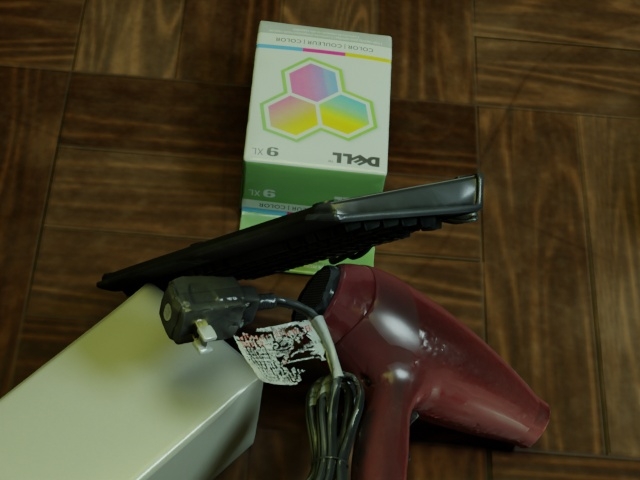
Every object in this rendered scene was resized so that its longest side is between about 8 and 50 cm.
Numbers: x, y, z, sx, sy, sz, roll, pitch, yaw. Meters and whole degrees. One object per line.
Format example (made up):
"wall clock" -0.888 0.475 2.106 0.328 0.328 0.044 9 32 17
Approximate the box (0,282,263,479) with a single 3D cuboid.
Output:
"box" -0.168 0.156 1.027 0.113 0.094 0.275 38 56 22

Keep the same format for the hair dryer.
"hair dryer" 0.033 0.119 1.047 0.293 0.080 0.223 -6 68 -40

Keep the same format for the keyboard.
"keyboard" 0.000 0.000 1.066 0.201 0.317 0.033 -12 88 -32

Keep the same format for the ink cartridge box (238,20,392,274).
"ink cartridge box" -0.004 -0.073 1.256 0.109 0.062 0.209 6 50 -2
